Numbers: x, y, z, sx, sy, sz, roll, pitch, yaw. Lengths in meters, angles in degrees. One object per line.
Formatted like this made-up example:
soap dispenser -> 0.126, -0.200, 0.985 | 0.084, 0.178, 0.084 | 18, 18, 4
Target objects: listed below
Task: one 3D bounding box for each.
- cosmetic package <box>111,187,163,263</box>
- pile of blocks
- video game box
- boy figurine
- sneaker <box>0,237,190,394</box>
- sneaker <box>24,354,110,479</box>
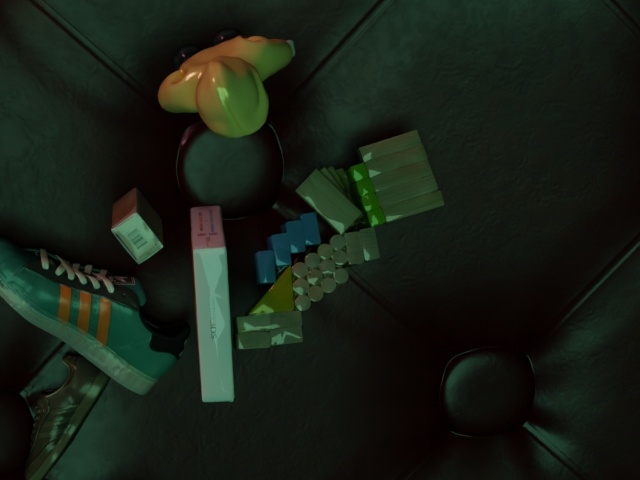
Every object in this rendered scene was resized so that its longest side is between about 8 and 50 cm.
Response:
cosmetic package -> -0.234, -0.020, 1.725 | 0.041, 0.115, 0.060 | -35, 108, 4
pile of blocks -> 0.000, 0.000, 1.761 | 0.362, 0.112, 0.149 | -44, 94, -12
video game box -> -0.140, 0.078, 1.733 | 0.048, 0.187, 0.205 | -4, 107, -7
boy figurine -> -0.107, -0.193, 1.602 | 0.177, 0.285, 0.092 | -24, 109, -4
sneaker -> -0.302, 0.072, 1.755 | 0.302, 0.108, 0.121 | 39, 97, -26
sneaker -> -0.359, 0.240, 1.826 | 0.071, 0.066, 0.188 | 34, 95, 0
